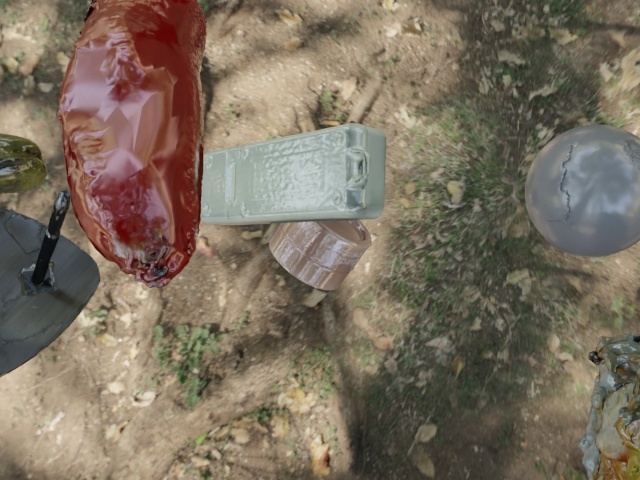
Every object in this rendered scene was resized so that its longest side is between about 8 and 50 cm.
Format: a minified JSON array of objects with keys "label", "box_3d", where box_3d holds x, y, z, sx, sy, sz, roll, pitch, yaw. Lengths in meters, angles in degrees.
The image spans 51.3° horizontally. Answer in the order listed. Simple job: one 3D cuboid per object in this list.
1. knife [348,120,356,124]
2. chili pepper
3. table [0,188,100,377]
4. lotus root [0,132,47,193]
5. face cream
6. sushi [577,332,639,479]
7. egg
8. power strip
[{"label":"knife","box_3d":[0.069,-0.156,1.209,0.018,0.247,0.035,25,123,-22]},{"label":"chili pepper","box_3d":[-0.138,-0.116,0.511,0.110,0.110,0.387,-28,44,16]},{"label":"table","box_3d":[-0.492,0.011,0.881,0.318,0.249,0.317,7,64,-14]},{"label":"lotus root","box_3d":[-0.287,-0.067,0.573,0.049,0.099,0.054,-38,63,42]},{"label":"face cream","box_3d":[0.000,0.000,1.149,0.149,0.149,0.104,39,112,10]},{"label":"sushi","box_3d":[0.395,0.296,0.720,0.176,0.417,0.417,1,95,12]},{"label":"egg","box_3d":[0.304,-0.056,0.745,0.147,0.199,0.146,-5,79,25]},{"label":"power strip","box_3d":[-0.052,-0.070,0.787,0.338,0.058,0.098,0,88,47]}]
